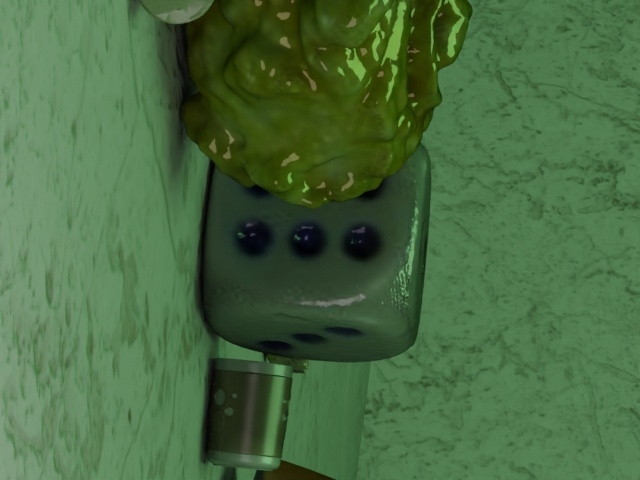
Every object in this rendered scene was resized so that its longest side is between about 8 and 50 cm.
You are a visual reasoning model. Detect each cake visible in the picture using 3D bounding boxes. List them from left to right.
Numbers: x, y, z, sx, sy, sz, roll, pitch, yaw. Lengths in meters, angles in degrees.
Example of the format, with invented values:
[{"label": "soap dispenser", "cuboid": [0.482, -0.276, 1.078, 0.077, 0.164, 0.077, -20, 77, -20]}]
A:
[{"label": "cake", "cuboid": [-0.039, 0.095, 2.131, 0.121, 0.052, 0.065, 81, 20, -63]}]

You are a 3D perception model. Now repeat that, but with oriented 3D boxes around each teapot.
[{"label": "teapot", "cuboid": [-0.100, -0.185, 1.348, 0.083, 0.057, 0.067, -101, -172, -83]}]

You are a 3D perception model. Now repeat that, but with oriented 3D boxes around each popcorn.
[{"label": "popcorn", "cuboid": [0.004, -0.175, 1.513, 0.250, 0.235, 0.241, 94, -11, -51]}]

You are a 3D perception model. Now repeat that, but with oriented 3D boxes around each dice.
[{"label": "dice", "cuboid": [0.000, 0.000, 1.752, 0.192, 0.193, 0.194, 81, 16, -71]}]

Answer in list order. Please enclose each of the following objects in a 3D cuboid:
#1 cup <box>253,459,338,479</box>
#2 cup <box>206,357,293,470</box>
[{"label": "cup", "cuboid": [0.019, 0.349, 1.951, 0.182, 0.264, 0.226, -95, -161, -76]}, {"label": "cup", "cuboid": [-0.077, 0.162, 1.797, 0.074, 0.102, 0.099, 13, 80, -45]}]
